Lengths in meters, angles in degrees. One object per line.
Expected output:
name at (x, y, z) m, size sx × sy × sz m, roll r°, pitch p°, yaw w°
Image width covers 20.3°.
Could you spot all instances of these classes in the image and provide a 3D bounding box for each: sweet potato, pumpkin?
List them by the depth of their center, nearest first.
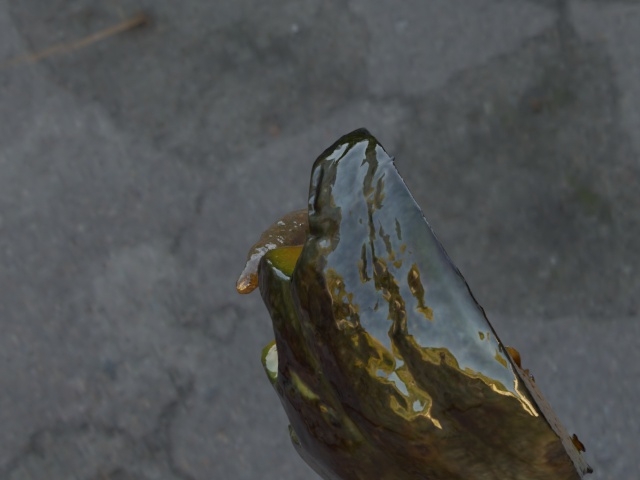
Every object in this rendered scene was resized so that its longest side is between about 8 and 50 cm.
pumpkin at (0.045, 0.091, 0.877) m, size 0.130 × 0.254 × 0.149 m, roll -30°, pitch 29°, yaw 5°
sweet potato at (0.000, 0.000, 1.226) m, size 0.050 × 0.050 × 0.214 m, roll 16°, pitch 14°, yaw 30°
